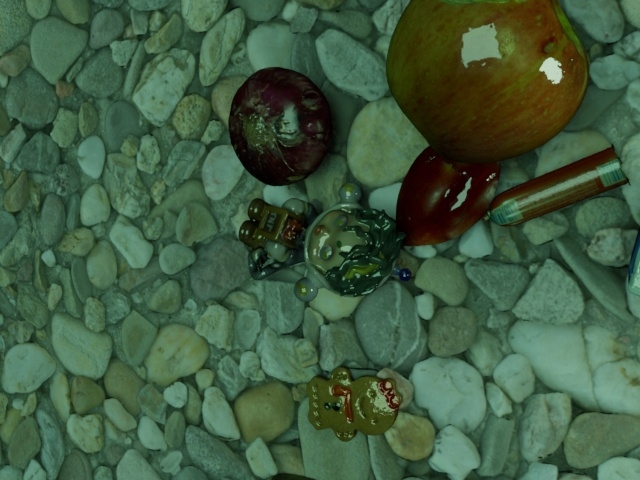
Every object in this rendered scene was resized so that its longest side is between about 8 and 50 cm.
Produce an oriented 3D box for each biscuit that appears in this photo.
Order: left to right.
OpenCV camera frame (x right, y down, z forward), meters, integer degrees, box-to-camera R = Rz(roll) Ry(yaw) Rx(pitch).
[{"bbox_3d":[0.071,0.359,1.406,0.225,0.036,0.166,-1,92,26],"label":"biscuit"}]

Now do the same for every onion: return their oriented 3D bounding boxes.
[{"bbox_3d":[-0.079,-0.235,1.351,0.246,0.190,0.247,12,107,45],"label":"onion"}]

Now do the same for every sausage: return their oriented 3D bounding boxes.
[{"bbox_3d":[0.418,-0.089,1.180,0.263,0.083,0.083,-23,84,27],"label":"sausage"}]

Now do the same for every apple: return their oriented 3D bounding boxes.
[{"bbox_3d":[0.274,-0.300,1.094,0.339,0.339,0.340,2,95,26],"label":"apple"}]

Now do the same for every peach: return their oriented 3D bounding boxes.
[{"bbox_3d":[0.222,-0.090,1.262,0.279,0.068,0.189,-51,55,25],"label":"peach"}]

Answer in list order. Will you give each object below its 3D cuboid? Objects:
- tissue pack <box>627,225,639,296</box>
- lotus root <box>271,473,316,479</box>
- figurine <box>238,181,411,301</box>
[{"bbox_3d":[0.575,-0.003,1.004,0.146,0.263,0.198,19,102,23],"label":"tissue pack"},{"bbox_3d":[-0.079,0.660,1.458,0.118,0.138,0.235,5,90,16],"label":"lotus root"},{"bbox_3d":[0.000,-0.004,1.335,0.381,0.186,0.261,17,90,30],"label":"figurine"}]
